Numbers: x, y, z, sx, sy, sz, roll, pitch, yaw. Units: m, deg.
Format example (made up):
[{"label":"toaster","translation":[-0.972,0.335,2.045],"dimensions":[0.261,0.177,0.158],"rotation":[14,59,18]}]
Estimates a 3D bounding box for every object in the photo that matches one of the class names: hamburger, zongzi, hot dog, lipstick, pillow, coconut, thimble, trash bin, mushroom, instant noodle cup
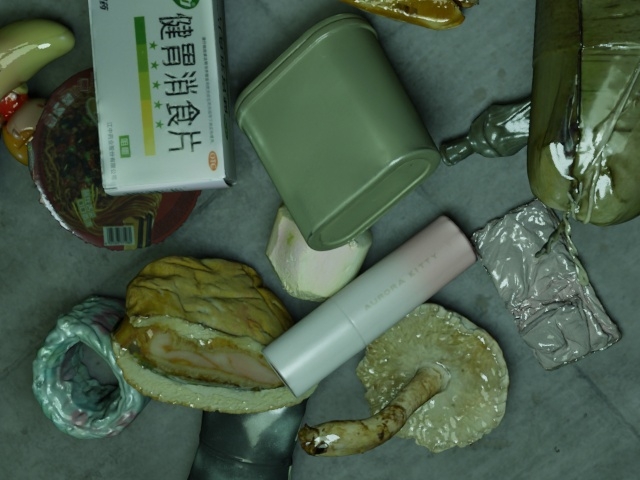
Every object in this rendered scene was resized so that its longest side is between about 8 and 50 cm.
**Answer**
[{"label":"hamburger","translation":[-0.164,0.128,2.039],"dimensions":[0.330,0.209,0.162],"rotation":[16,125,-27]},{"label":"zongzi","translation":[0.492,-0.182,1.689],"dimensions":[0.467,0.218,0.500],"rotation":[4,87,14]},{"label":"hot dog","translation":[0.088,-0.361,1.871],"dimensions":[0.269,0.072,0.109],"rotation":[18,111,6]},{"label":"lipstick","translation":[0.070,0.093,1.946],"dimensions":[0.327,0.087,0.087],"rotation":[-37,98,-9]},{"label":"pillow","translation":[-0.115,0.309,2.148],"dimensions":[0.186,0.106,0.250],"rotation":[15,109,17]},{"label":"coconut","translation":[0.000,0.000,1.985],"dimensions":[0.147,0.147,0.152],"rotation":[24,118,5]},{"label":"thimble","translation":[-0.348,0.193,2.143],"dimensions":[0.185,0.149,0.211],"rotation":[-9,107,19]},{"label":"pillow","translation":[0.322,0.069,1.978],"dimensions":[0.135,0.049,0.248],"rotation":[-25,98,26]},{"label":"trash bin","translation":[0.023,-0.148,1.879],"dimensions":[0.243,0.121,0.247],"rotation":[-41,61,23]},{"label":"mushroom","translation":[0.131,0.252,1.977],"dimensions":[0.233,0.301,0.208],"rotation":[17,147,22]},{"label":"instant noodle cup","translation":[-0.307,-0.117,2.012],"dimensions":[0.091,0.274,0.274],"rotation":[-6,114,61]}]

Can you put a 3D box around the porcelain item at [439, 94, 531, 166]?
[{"label":"porcelain item","translation":[0.262,-0.158,1.907],"dimensions":[0.216,0.069,0.081],"rotation":[-19,108,25]}]

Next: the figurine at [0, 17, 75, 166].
[{"label":"figurine","translation":[-0.468,-0.190,2.052],"dimensions":[0.222,0.124,0.324],"rotation":[44,110,-4]}]

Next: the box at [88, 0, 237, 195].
[{"label":"box","translation":[-0.217,-0.233,1.897],"dimensions":[0.173,0.145,0.333],"rotation":[-4,90,2]}]
